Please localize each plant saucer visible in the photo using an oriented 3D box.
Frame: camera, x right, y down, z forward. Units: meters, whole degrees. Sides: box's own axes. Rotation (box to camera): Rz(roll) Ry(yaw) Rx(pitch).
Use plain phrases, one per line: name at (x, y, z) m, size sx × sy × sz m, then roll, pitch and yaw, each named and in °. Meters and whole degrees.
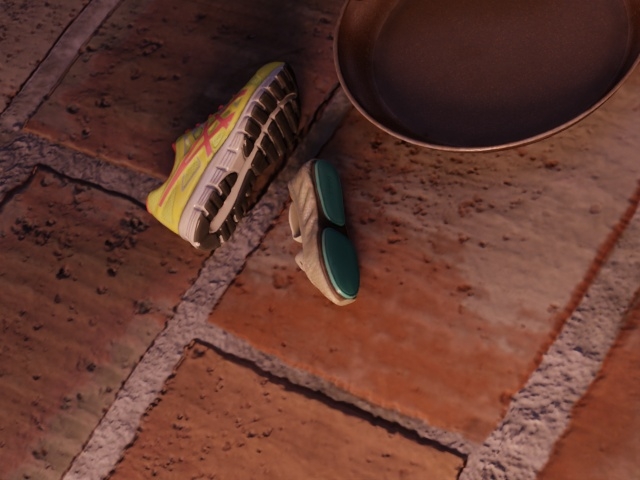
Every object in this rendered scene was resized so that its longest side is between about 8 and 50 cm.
plant saucer at (0.167, -0.199, 1.491) m, size 0.311 × 0.050 × 0.310 m, roll -9°, pitch 55°, yaw 12°

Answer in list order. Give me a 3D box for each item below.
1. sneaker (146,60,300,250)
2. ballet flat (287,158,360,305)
sneaker at (-0.096, -0.094, 1.489) m, size 0.094 × 0.081 × 0.208 m, roll 19°, pitch 65°, yaw 31°
ballet flat at (0.000, 0.000, 1.418) m, size 0.052 × 0.057 × 0.168 m, roll -34°, pitch 43°, yaw 30°
